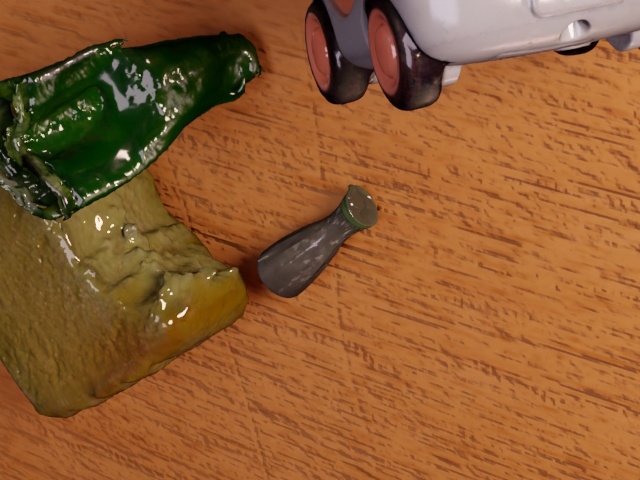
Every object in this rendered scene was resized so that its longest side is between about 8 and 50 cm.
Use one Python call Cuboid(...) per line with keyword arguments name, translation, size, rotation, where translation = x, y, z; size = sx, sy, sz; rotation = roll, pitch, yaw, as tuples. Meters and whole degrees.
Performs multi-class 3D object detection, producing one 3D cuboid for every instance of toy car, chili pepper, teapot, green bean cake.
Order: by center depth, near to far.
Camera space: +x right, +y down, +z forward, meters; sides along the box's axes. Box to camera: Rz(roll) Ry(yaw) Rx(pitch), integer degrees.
Cuboid(name="toy car", translation=(0.087, -0.196, 1.062), size=(0.270, 0.181, 0.212), rotation=(-159, 57, -73))
Cuboid(name="chili pepper", translation=(-0.141, -0.090, 1.326), size=(0.062, 0.216, 0.108), rotation=(-178, 65, -79))
Cuboid(name="teapot", translation=(0.000, 0.000, 1.363), size=(0.043, 0.043, 0.111), rotation=(54, 132, 4))
Cuboid(name="green bean cake", translation=(-0.186, 0.000, 1.456), size=(0.233, 0.124, 0.236), rotation=(-32, 90, 45))
